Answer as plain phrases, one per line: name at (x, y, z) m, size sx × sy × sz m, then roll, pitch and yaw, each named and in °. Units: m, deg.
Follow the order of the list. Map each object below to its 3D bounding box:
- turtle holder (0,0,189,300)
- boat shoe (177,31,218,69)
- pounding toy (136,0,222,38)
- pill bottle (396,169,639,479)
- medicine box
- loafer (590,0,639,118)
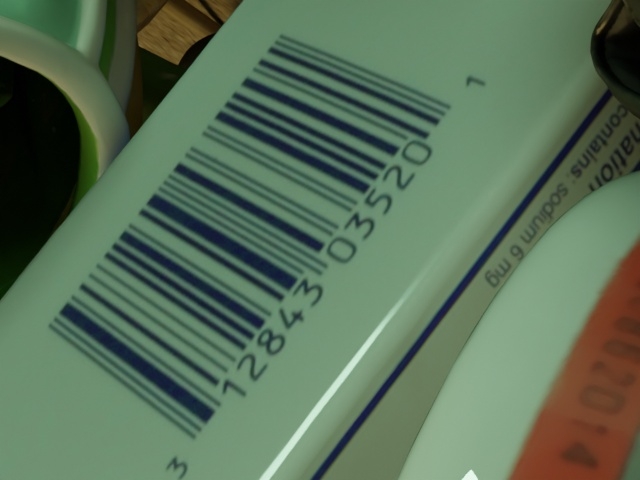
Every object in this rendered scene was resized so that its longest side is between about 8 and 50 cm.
turtle holder at (-0.162, -0.039, 0.625) m, size 0.227 × 0.243 × 0.320 m, roll 34°, pitch 169°, yaw 43°
boat shoe at (0.000, 0.000, 0.809) m, size 0.112 × 0.095 × 0.335 m, roll 27°, pitch -147°, yaw -27°
pounding toy at (-0.119, -0.127, 0.909) m, size 0.141 × 0.100 × 0.130 m, roll 48°, pitch 171°, yaw -7°
pill bottle at (0.196, 0.129, 0.352) m, size 0.363 × 0.210 × 0.210 m, roll 18°, pitch 165°, yaw 24°
medicine box at (0.059, 0.073, 0.589) m, size 0.289 × 0.263 × 0.149 m, roll 43°, pitch 171°, yaw -39°
loafer at (0.092, -0.051, 0.336) m, size 0.078 × 0.076 × 0.223 m, roll 3°, pitch 173°, yaw 2°
